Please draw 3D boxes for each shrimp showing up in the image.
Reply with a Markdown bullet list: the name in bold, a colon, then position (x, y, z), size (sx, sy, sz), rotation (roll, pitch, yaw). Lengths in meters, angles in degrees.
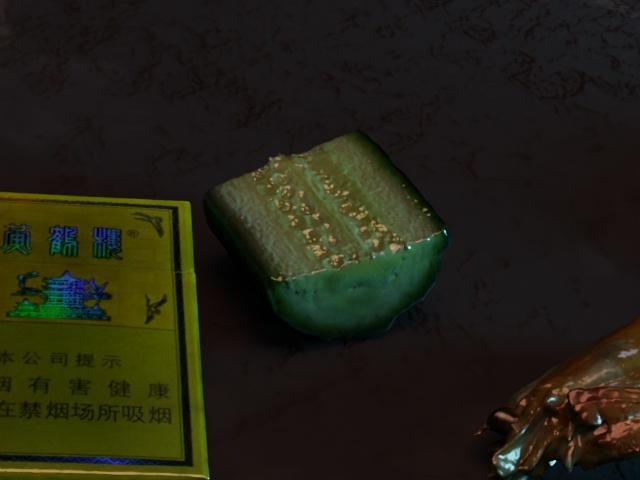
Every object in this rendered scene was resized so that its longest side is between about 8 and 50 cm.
- **shrimp**: position (0.173, 0.081, 0.862), size (0.217, 0.051, 0.115), rotation (-18, 19, -29)

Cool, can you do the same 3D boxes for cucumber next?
- **cucumber**: position (0.000, 0.000, 0.945), size (0.116, 0.062, 0.115), rotation (-18, 41, -22)

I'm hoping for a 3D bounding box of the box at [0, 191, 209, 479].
- **box**: position (-0.132, 0.060, 0.831), size (0.141, 0.064, 0.220), rotation (2, 38, -9)
